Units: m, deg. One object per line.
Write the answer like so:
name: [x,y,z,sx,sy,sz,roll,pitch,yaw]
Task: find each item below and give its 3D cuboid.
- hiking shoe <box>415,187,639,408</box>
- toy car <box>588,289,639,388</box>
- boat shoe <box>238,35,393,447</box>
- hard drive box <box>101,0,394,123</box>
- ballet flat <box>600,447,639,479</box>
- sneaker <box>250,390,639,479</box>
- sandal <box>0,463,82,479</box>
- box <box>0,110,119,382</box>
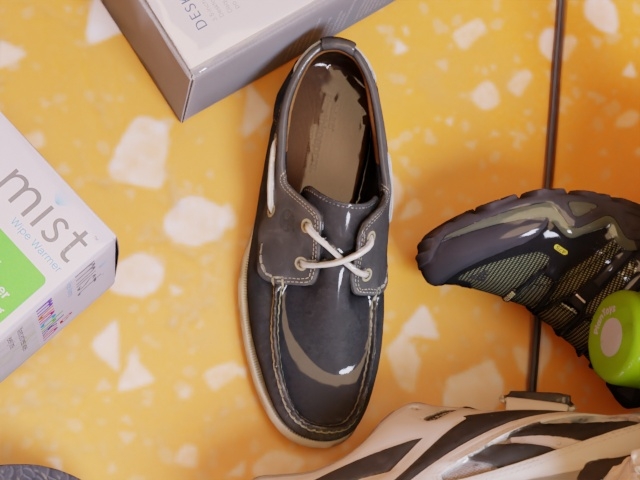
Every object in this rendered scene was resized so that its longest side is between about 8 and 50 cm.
hiking shoe: [0.167,0.037,0.967,0.227,0.086,0.114,4,74,-9]
toy car: [0.238,-0.014,0.897,0.155,0.149,0.188,10,68,-24]
boat shoe: [0.000,0.000,0.955,0.084,0.079,0.233,5,78,-9]
hard drive box: [-0.029,-0.210,0.990,0.232,0.089,0.181,-30,83,-14]
ballet flat: [0.293,0.234,0.855,0.147,0.147,0.409,-43,113,-15]
sneaker: [0.110,0.131,0.916,0.330,0.146,0.122,-9,122,-21]
sandal: [-0.222,0.200,0.894,0.254,0.054,0.097,-29,76,-4]
box: [-0.276,-0.009,0.890,0.231,0.127,0.262,-41,85,-13]
